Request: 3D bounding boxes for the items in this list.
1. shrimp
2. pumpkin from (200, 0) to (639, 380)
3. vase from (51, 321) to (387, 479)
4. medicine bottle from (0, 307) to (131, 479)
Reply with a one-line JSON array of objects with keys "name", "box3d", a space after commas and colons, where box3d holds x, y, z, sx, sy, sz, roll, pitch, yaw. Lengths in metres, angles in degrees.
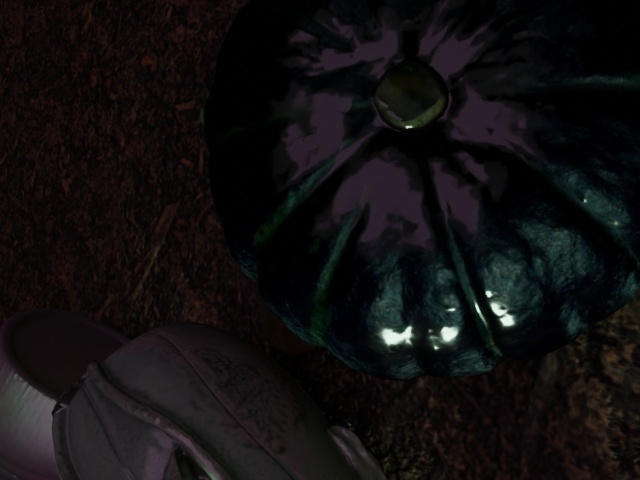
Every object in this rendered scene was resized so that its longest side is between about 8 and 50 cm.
[{"name": "shrimp", "box3d": [-0.002, 0.000, 0.722, 0.144, 0.052, 0.251, 29, 91, 48]}, {"name": "pumpkin", "box3d": [0.093, -0.078, 0.525, 0.364, 0.266, 0.363, -3, 80, 18]}, {"name": "vase", "box3d": [-0.037, 0.269, 0.585, 0.445, 0.250, 0.250, 40, 105, 31]}, {"name": "medicine bottle", "box3d": [-0.364, 0.290, 0.820, 0.219, 0.219, 0.388, 43, 106, 33]}]
